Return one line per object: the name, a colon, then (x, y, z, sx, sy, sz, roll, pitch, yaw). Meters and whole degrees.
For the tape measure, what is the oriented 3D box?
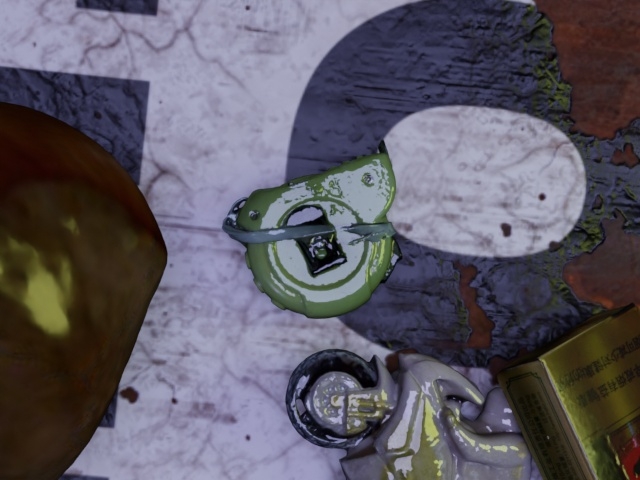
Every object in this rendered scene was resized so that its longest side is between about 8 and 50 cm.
tape measure: (0.000, 0.000, 1.240, 0.177, 0.087, 0.154, -17, 89, -1)

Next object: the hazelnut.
hazelnut: (-0.321, 0.045, 1.120, 0.366, 0.366, 0.366, 0, 87, -3)

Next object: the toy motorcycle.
toy motorcycle: (0.121, 0.238, 1.225, 0.223, 0.108, 0.341, -25, 89, -12)

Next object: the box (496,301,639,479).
box: (0.288, 0.200, 1.219, 0.159, 0.071, 0.240, -22, 87, -36)
